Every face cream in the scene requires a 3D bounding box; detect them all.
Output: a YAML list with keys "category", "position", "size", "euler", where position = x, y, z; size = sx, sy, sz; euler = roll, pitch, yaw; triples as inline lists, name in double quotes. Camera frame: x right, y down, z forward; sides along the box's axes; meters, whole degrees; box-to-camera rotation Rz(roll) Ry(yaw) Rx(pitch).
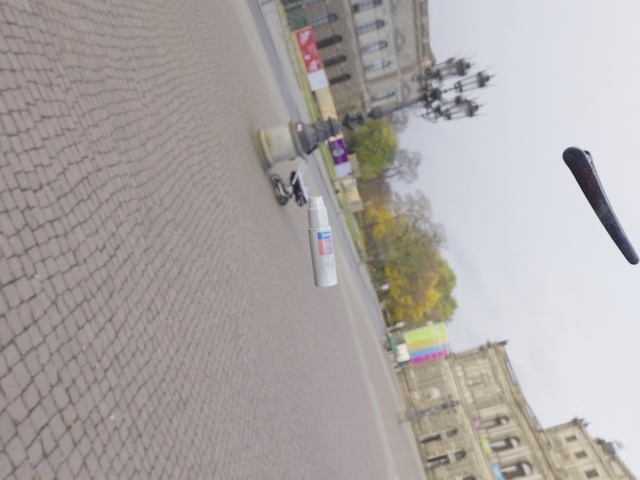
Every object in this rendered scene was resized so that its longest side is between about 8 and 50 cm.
- category: "face cream"
  position: [0.000, 0.000, 0.799]
  size: [0.034, 0.034, 0.130]
  euler: [-59, 141, -84]

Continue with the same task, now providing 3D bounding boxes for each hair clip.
- category: "hair clip"
  position: [0.592, -0.073, 1.170]
  size: [0.083, 0.048, 0.276]
  euler: [3, 64, -51]
